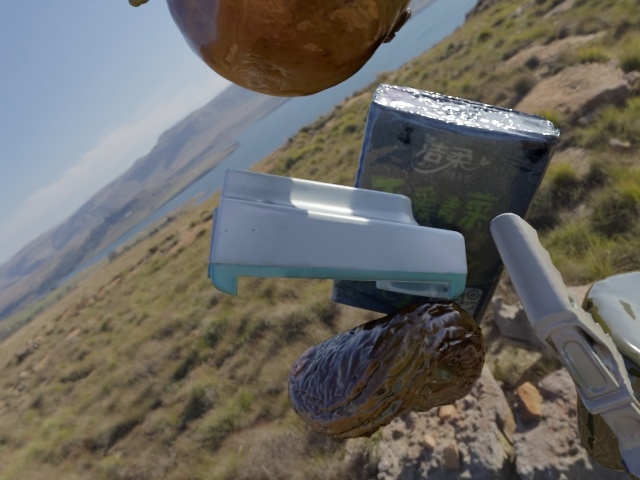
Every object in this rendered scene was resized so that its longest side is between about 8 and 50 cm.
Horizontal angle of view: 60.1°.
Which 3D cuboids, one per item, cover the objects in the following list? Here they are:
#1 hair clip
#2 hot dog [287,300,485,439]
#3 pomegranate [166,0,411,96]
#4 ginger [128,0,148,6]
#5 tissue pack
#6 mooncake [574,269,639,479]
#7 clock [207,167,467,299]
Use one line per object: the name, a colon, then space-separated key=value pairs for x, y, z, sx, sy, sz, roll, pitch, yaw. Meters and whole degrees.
hair clip: x=0.172 y=0.083 z=0.349 sx=0.034 sy=0.226 sz=0.072 roll=-33 pitch=5 yaw=31
hot dog: x=0.097 y=0.224 z=0.924 sx=0.267 sy=0.174 sz=0.387 roll=-3 pitch=-19 yaw=-33
pomegranate: x=-0.017 y=-0.219 z=0.452 sx=0.215 sy=0.215 sz=0.215 roll=-34 pitch=16 yaw=11
ginger: x=-0.235 y=-0.464 z=0.865 sx=0.137 sy=0.074 sz=0.213 roll=-15 pitch=-40 yaw=-44
tissue pack: x=0.190 y=-0.039 z=0.944 sx=0.124 sy=0.288 sz=0.394 roll=-74 pitch=-5 yaw=-56
mooncake: x=0.531 y=0.202 z=0.734 sx=0.378 sy=0.201 sz=0.378 roll=0 pitch=27 yaw=0
clock: x=0.000 y=0.000 z=0.595 sx=0.231 sy=0.116 sz=0.262 roll=3 pitch=-2 yaw=-9
